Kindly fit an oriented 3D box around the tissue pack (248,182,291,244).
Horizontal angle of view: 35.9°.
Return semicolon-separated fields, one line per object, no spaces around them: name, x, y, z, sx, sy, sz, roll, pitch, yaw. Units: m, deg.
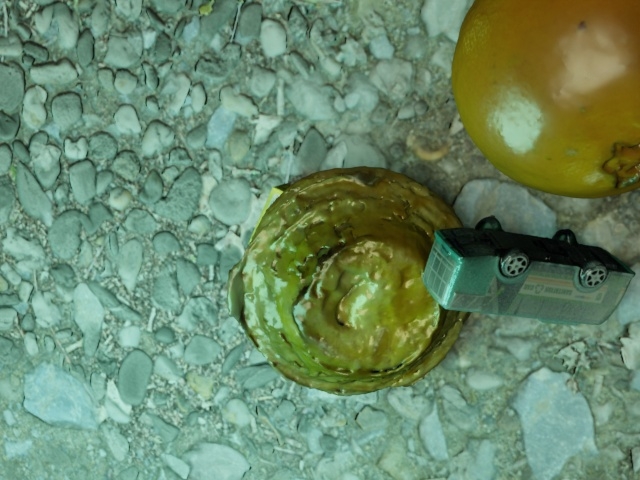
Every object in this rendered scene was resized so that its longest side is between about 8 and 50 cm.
tissue pack;0.000;0.000;1.384;0.176;0.062;0.095;27;106;13

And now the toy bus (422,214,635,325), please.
toy bus;0.257;0.041;1.219;0.262;0.091;0.109;8;114;-23

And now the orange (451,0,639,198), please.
orange;0.302;-0.194;1.114;0.312;0.312;0.311;4;101;19

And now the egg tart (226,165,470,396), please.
egg tart;0.055;0.072;1.281;0.341;0.129;0.341;-4;113;-9
